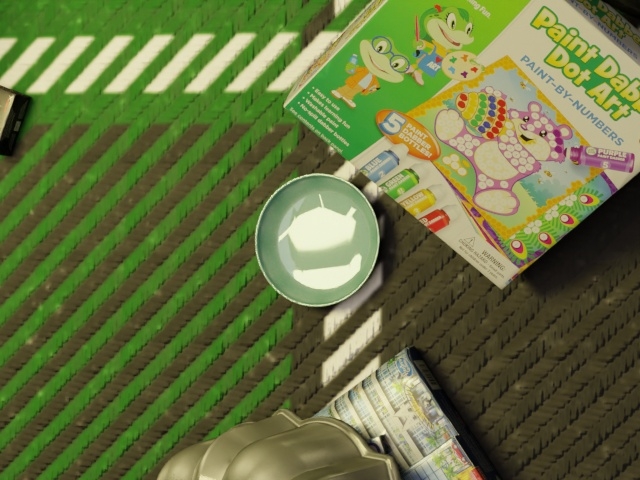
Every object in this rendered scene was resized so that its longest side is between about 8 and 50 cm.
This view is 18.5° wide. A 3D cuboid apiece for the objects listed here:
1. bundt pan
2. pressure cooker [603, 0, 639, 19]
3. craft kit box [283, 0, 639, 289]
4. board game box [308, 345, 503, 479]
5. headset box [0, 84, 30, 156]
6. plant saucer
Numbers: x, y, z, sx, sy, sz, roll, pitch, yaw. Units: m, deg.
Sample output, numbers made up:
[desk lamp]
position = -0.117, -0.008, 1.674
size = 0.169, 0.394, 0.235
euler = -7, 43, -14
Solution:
[bundt pan]
position = -0.056, 0.311, 1.661
size = 0.331, 0.124, 0.330
euler = 0, 90, 40
[pressure cooker]
position = 0.310, -0.361, 1.467
size = 0.370, 0.375, 0.420
euler = 16, 89, 12
[craft kit box]
position = 0.139, -0.115, 1.597
size = 0.250, 0.061, 0.246
euler = 39, 123, -9
[board game box]
position = 0.051, 0.225, 1.711
size = 0.194, 0.060, 0.194
euler = -37, 76, 15
[headset box]
position = -0.329, -0.124, 1.886
size = 0.083, 0.032, 0.062
euler = 22, 96, 19
[plant saucer]
position = 0.000, 0.000, 1.760
size = 0.119, 0.021, 0.119
euler = -1, 87, 21
